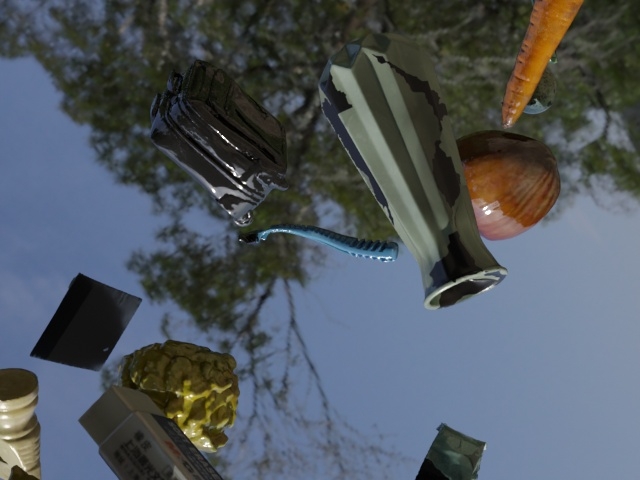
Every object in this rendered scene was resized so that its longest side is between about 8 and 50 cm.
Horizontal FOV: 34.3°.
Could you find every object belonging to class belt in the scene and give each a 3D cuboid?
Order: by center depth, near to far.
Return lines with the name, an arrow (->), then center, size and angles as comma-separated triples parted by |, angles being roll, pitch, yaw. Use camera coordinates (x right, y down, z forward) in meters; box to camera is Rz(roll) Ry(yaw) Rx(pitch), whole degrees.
belt -> 0.160, 0.326, 1.374 | 0.078, 0.198, 0.151 | 25, -130, 13

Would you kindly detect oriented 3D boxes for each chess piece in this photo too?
chess piece -> -0.482, 0.307, 1.630 | 0.090, 0.090, 0.200 | -72, -13, -63

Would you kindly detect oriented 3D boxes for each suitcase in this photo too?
suitcase -> -0.233, -0.241, 2.376 | 0.339, 0.188, 0.345 | 40, -160, -19

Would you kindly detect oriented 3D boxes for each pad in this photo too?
pad -> -0.405, 0.148, 1.810 | 0.009, 0.159, 0.265 | 29, 175, 19

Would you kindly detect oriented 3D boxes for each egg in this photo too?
egg -> 0.377, -0.267, 1.838 | 0.085, 0.085, 0.110 | 65, -164, 15

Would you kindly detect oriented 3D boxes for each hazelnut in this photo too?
hazelnut -> 0.302, -0.106, 1.785 | 0.210, 0.210, 0.186 | 44, -178, -33

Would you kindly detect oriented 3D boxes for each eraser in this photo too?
eraser -> -0.200, 0.324, 1.403 | 0.279, 0.081, 0.124 | 45, -179, 21

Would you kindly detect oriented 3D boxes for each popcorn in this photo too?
popcorn -> -0.266, 0.301, 1.942 | 0.249, 0.249, 0.225 | 17, -110, -60

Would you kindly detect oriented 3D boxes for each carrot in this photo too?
carrot -> 0.223, -0.225, 0.991 | 0.061, 0.256, 0.061 | 22, -159, -9

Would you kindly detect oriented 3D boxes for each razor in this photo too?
razor -> 0.000, 0.000, 1.644 | 0.082, 0.253, 0.042 | -20, -63, -70

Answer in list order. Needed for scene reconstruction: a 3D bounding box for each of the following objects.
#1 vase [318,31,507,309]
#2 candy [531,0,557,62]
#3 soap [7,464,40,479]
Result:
vase -> 0.120, -0.094, 1.362 | 0.165, 0.165, 0.360 | 16, -131, -60
candy -> 0.282, -0.353, 1.406 | 0.093, 0.092, 0.335 | 69, -167, -48
soap -> -0.359, 0.512, 1.400 | 0.156, 0.335, 0.293 | -29, -136, -35
